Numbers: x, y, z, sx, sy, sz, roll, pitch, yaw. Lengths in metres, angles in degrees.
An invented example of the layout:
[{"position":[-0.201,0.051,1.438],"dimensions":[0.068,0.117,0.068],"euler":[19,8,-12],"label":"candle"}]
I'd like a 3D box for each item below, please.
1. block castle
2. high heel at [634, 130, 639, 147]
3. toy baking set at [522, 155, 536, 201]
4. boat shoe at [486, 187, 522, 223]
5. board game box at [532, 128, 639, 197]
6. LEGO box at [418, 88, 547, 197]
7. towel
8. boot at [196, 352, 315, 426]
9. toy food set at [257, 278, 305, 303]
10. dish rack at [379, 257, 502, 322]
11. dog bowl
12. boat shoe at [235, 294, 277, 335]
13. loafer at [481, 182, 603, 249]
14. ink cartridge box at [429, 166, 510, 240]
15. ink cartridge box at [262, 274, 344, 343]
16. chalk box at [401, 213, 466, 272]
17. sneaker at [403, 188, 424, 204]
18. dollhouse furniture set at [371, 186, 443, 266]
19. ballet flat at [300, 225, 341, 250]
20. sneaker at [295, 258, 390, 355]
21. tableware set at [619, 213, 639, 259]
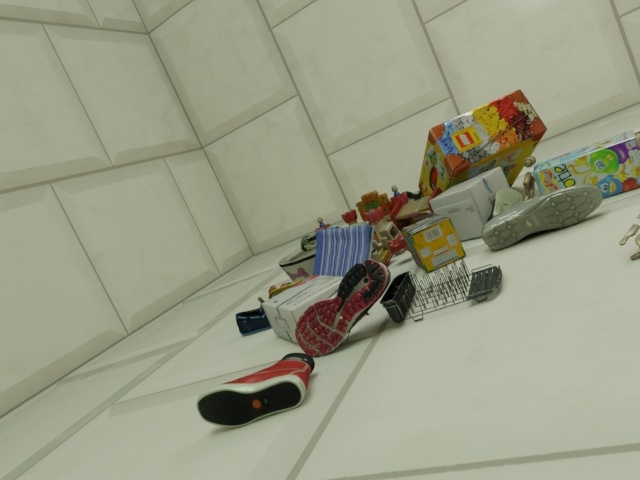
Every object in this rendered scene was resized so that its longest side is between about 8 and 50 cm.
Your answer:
[{"position":[0.214,-0.105,2.496],"dimensions":[0.303,0.213,0.453],"euler":[-30,8,-39],"label":"block castle"},{"position":[1.040,-0.320,1.733],"dimensions":[0.261,0.093,0.186],"euler":[-33,12,7],"label":"high heel"},{"position":[0.658,-0.172,1.595],"dimensions":[0.030,0.197,0.256],"euler":[9,21,26],"label":"toy baking set"},{"position":[0.585,-0.098,1.606],"dimensions":[0.233,0.084,0.079],"euler":[-49,-20,-45],"label":"boat shoe"},{"position":[0.800,-0.200,1.487],"dimensions":[0.275,0.142,0.144],"euler":[-20,9,34],"label":"board game box"},{"position":[0.613,-0.316,1.996],"dimensions":[0.372,0.193,0.500],"euler":[-23,-19,-2],"label":"LEGO box"},{"position":[0.060,0.071,1.662],"dimensions":[0.040,0.244,0.336],"euler":[11,-7,-27],"label":"towel"},{"position":[-0.135,0.315,1.094],"dimensions":[0.244,0.089,0.176],"euler":[-15,8,11],"label":"boot"},{"position":[-0.113,0.180,1.777],"dimensions":[0.217,0.128,0.071],"euler":[-20,44,25],"label":"toy food set"},{"position":[0.294,0.108,1.204],"dimensions":[0.271,0.074,0.208],"euler":[-21,8,24],"label":"dish rack"},{"position":[0.044,0.072,2.026],"dimensions":[0.407,0.151,0.408],"euler":[-25,7,3],"label":"dog bowl"},{"position":[-0.184,0.250,1.711],"dimensions":[0.258,0.089,0.109],"euler":[-23,7,14],"label":"boat shoe"},{"position":[0.598,-0.076,1.380],"dimensions":[0.319,0.112,0.111],"euler":[-22,16,24],"label":"loafer"},{"position":[0.524,-0.119,1.711],"dimensions":[0.232,0.168,0.171],"euler":[-30,7,-39],"label":"ink cartridge box"},{"position":[-0.025,0.195,1.460],"dimensions":[0.207,0.117,0.283],"euler":[-27,7,-22],"label":"ink cartridge box"},{"position":[0.347,0.003,1.583],"dimensions":[0.132,0.132,0.213],"euler":[-25,6,3],"label":"chalk box"},{"position":[0.563,-0.207,2.442],"dimensions":[0.181,0.158,0.410],"euler":[-8,4,-28],"label":"sneaker"},{"position":[0.337,-0.017,1.865],"dimensions":[0.201,0.152,0.374],"euler":[-17,28,46],"label":"dollhouse furniture set"},{"position":[0.000,0.000,1.898],"dimensions":[0.188,0.070,0.070],"euler":[-22,7,36],"label":"ballet flat"},{"position":[0.063,0.175,1.238],"dimensions":[0.299,0.121,0.112],"euler":[-43,-21,12],"label":"sneaker"},{"position":[0.684,-0.020,0.976],"dimensions":[0.194,0.039,0.128],"euler":[-36,23,-31],"label":"tableware set"}]
